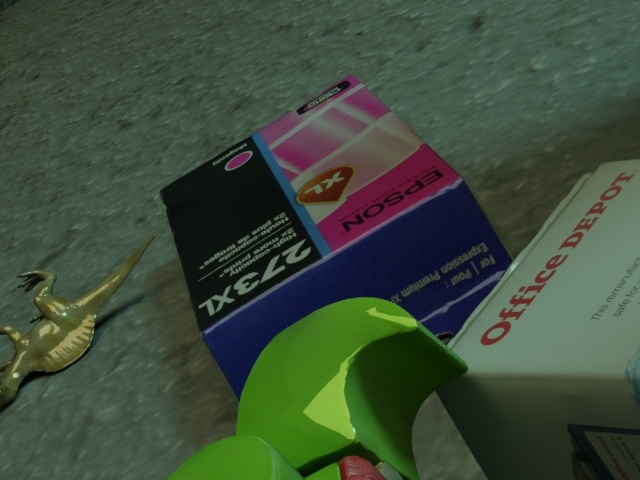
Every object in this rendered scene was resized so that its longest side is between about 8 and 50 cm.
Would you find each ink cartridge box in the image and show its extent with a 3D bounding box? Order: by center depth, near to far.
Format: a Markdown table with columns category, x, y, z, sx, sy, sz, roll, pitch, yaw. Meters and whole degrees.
| category | x | y | z | sx | sy | sz | roll | pitch | yaw |
| --- | --- | --- | --- | --- | --- | --- | --- | --- | --- |
| ink cartridge box | 0.172 | 0.036 | 0.501 | 0.212 | 0.093 | 0.154 | -2 | 35 | 47 |
| ink cartridge box | 0.000 | 0.000 | 0.842 | 0.176 | 0.069 | 0.371 | -31 | 24 | 0 |

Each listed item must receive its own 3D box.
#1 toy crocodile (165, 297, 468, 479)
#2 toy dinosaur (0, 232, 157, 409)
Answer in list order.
| category | x | y | z | sx | sy | sz | roll | pitch | yaw |
| --- | --- | --- | --- | --- | --- | --- | --- | --- | --- |
| toy crocodile | 0.002 | 0.154 | 0.398 | 0.105 | 0.115 | 0.340 | -31 | 27 | 24 |
| toy dinosaur | -0.193 | 0.061 | 0.987 | 0.183 | 0.053 | 0.092 | -45 | 41 | -15 |
